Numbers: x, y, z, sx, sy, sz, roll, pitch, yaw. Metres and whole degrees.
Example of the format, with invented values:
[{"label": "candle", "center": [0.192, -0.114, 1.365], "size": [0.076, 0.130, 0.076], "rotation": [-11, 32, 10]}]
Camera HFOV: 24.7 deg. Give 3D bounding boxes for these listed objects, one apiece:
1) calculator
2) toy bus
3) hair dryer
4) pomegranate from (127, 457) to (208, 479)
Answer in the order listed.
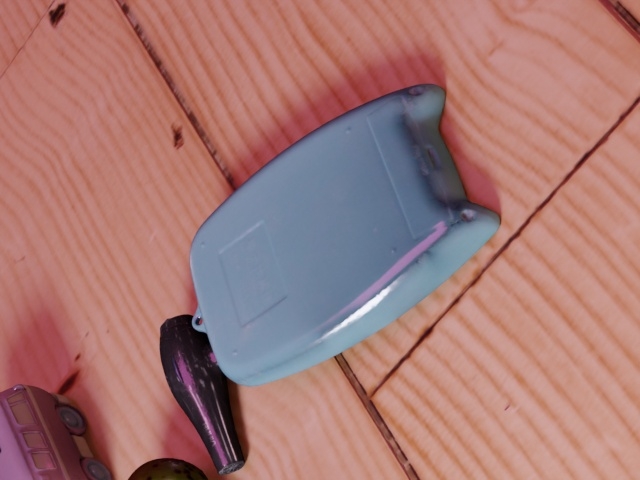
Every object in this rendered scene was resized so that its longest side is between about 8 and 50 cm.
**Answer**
[{"label": "calculator", "center": [0.000, 0.000, 1.610], "size": [0.386, 0.054, 0.256], "rotation": [-35, 56, 24]}, {"label": "toy bus", "center": [-0.366, 0.286, 1.832], "size": [0.142, 0.142, 0.202], "rotation": [-50, 50, 20]}, {"label": "hair dryer", "center": [-0.079, 0.138, 1.675], "size": [0.219, 0.075, 0.195], "rotation": [-35, 66, 22]}, {"label": "pomegranate", "center": [-0.169, 0.310, 1.669], "size": [0.130, 0.130, 0.130], "rotation": [-14, 68, 40]}]
